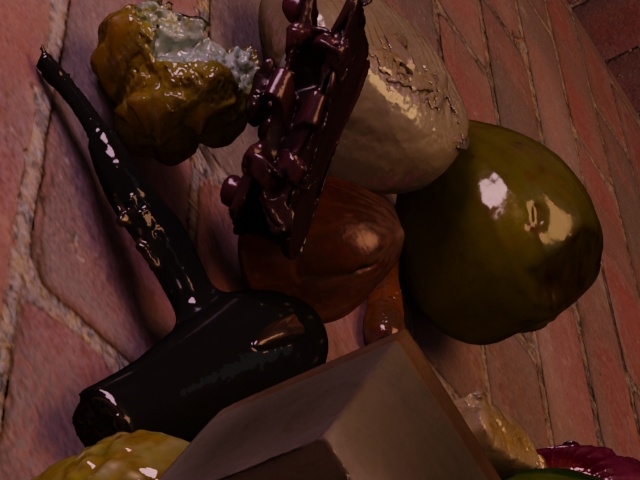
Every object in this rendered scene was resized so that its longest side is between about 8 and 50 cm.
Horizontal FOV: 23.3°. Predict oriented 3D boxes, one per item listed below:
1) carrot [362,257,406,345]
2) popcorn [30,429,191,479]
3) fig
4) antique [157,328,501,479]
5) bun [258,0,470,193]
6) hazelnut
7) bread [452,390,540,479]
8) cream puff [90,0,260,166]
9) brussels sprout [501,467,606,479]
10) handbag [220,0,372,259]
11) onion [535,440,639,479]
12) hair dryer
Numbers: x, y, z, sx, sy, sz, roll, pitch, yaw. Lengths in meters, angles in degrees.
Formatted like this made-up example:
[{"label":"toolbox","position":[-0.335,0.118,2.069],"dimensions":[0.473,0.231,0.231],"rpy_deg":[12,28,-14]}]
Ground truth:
[{"label":"carrot","position":[0.069,0.060,1.674],"dimensions":[0.047,0.047,0.191],"rpy_deg":[55,19,-25]},{"label":"popcorn","position":[-0.093,0.221,0.906],"dimensions":[0.198,0.198,0.212],"rpy_deg":[35,18,-53]},{"label":"fig","position":[0.189,-0.019,1.783],"dimensions":[0.271,0.239,0.239],"rpy_deg":[55,20,4]},{"label":"antique","position":[0.012,0.152,0.827],"dimensions":[0.152,0.146,0.148],"rpy_deg":[58,31,-11]},{"label":"bun","position":[0.036,-0.163,1.675],"dimensions":[0.273,0.168,0.273],"rpy_deg":[40,26,-24]},{"label":"hazelnut","position":[0.000,0.000,1.424],"dimensions":[0.150,0.150,0.150],"rpy_deg":[50,26,-35]},{"label":"bread","position":[0.089,0.198,1.372],"dimensions":[0.139,0.178,0.060],"rpy_deg":[36,35,-56]},{"label":"cream puff","position":[-0.128,-0.126,1.294],"dimensions":[0.156,0.121,0.156],"rpy_deg":[28,27,-16]},{"label":"brussels sprout","position":[0.197,0.350,1.316],"dimensions":[0.289,0.281,0.355],"rpy_deg":[41,-18,22]},{"label":"handbag","position":[-0.021,-0.095,1.260],"dimensions":[0.216,0.074,0.203],"rpy_deg":[70,38,-83]},{"label":"onion","position":[0.257,0.315,1.606],"dimensions":[0.207,0.200,0.201],"rpy_deg":[8,48,-16]},{"label":"hair dryer","position":[-0.149,0.004,1.180],"dimensions":[0.359,0.120,0.303],"rpy_deg":[57,29,10]}]
